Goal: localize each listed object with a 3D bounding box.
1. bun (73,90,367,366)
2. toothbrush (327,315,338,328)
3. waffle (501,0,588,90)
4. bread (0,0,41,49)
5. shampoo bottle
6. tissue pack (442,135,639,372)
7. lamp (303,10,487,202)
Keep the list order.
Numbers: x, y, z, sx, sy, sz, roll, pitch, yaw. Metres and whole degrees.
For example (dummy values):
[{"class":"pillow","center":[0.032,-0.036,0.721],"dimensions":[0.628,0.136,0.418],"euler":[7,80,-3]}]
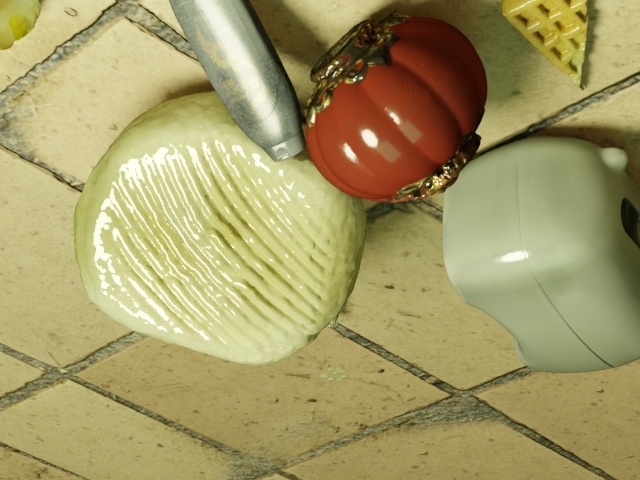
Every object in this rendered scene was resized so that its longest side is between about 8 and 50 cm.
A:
[{"class":"bun","center":[-0.126,-0.017,1.735],"dimensions":[0.352,0.227,0.349],"euler":[-34,103,8]},{"class":"toothbrush","center":[0.000,0.000,1.956],"dimensions":[0.035,0.042,0.413],"euler":[-1,144,6]},{"class":"waffle","center":[0.303,-0.241,1.580],"dimensions":[0.125,0.032,0.191],"euler":[-26,139,33]},{"class":"bread","center":[-0.395,-0.254,1.561],"dimensions":[0.157,0.094,0.083],"euler":[-2,143,-6]},{"class":"shampoo bottle","center":[-0.088,-0.198,1.555],"dimensions":[0.087,0.049,0.234],"euler":[-19,109,28]},{"class":"tissue pack","center":[0.325,0.021,1.784],"dimensions":[0.236,0.229,0.333],"euler":[-15,142,29]},{"class":"lamp","center":[0.089,-0.145,1.561],"dimensions":[0.227,0.227,0.227],"euler":[2,146,1]}]
